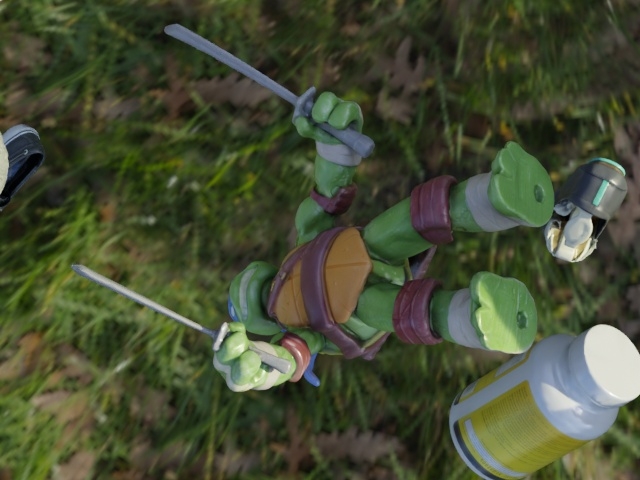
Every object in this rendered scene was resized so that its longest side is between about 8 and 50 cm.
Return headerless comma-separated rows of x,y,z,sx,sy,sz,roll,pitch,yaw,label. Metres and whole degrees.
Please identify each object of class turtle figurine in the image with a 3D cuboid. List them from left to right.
0.000,0.000,1.180,0.266,0.198,0.275,-7,120,38,turtle figurine

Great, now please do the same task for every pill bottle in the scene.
0.211,0.149,1.656,0.103,0.103,0.184,47,135,-5,pill bottle

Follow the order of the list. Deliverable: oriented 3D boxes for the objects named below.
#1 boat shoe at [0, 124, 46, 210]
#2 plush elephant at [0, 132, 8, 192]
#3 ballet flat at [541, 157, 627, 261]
-0.314,-0.047,1.696,0.142,0.049,0.040,-50,52,13,boat shoe
-0.330,-0.130,1.141,0.271,0.330,0.255,8,142,12,plush elephant
0.255,-0.019,1.791,0.074,0.203,0.074,2,72,-6,ballet flat
